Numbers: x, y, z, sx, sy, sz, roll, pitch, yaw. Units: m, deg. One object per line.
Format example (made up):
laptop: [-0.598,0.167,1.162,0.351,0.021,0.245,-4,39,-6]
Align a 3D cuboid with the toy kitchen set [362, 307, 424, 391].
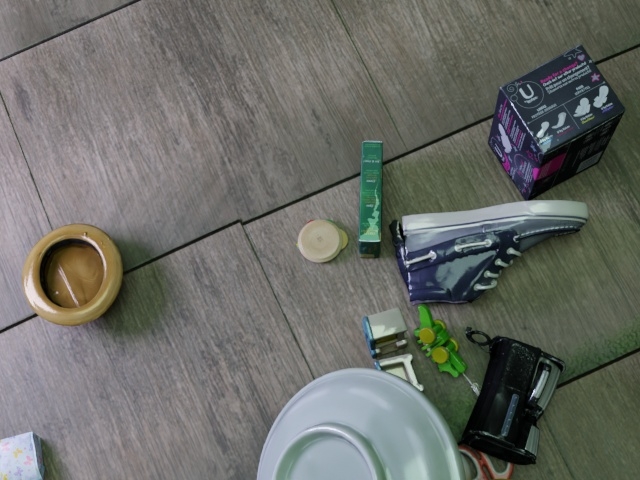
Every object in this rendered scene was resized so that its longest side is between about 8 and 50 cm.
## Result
toy kitchen set: [0.108,0.238,1.788,0.122,0.166,0.207,-19,73,-1]

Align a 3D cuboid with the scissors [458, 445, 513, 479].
scissors: [0.314,0.442,1.786,0.109,0.021,0.297,-33,74,-7]

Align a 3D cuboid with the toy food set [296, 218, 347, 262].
toy food set: [0.000,0.000,1.944,0.083,0.020,0.083,40,81,14]

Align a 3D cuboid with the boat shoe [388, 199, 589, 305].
boat shoe: [0.295,0.026,1.871,0.341,0.127,0.158,-7,79,11]

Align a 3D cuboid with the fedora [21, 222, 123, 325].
fedora: [-0.431,0.068,1.929,0.195,0.079,0.194,-3,67,7]

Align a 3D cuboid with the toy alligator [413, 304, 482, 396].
toy alligator: [0.210,0.198,1.856,0.051,0.056,0.189,-36,86,33]

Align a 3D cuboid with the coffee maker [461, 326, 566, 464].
coffee maker: [0.296,0.260,1.788,0.171,0.120,0.178,15,65,23]

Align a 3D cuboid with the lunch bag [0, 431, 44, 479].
lunch bag: [-0.513,0.378,1.857,0.071,0.053,0.083,-16,63,-3]

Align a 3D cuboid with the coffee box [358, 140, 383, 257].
coffee box: [0.089,-0.069,1.911,0.041,0.113,0.184,2,72,2]

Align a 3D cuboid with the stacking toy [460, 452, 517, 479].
stacking toy: [0.298,0.486,1.664,0.351,0.350,0.480,-42,59,-8]

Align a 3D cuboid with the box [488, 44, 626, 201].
box: [0.395,-0.196,1.851,0.163,0.247,0.142,-29,74,-4]

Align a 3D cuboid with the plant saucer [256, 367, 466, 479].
plant saucer: [0.032,0.394,1.682,0.401,0.101,0.400,-9,76,37]
